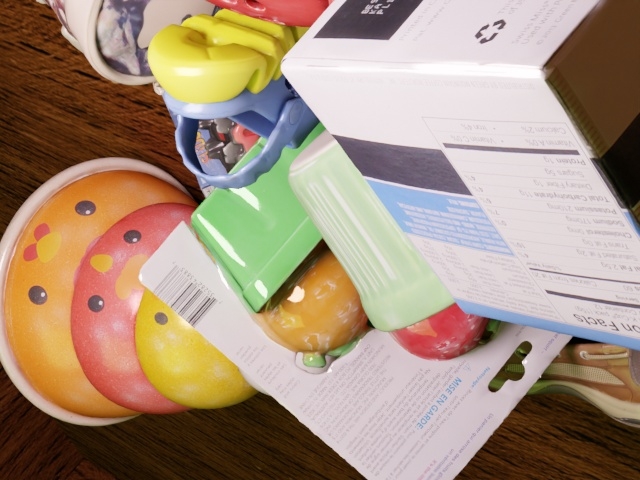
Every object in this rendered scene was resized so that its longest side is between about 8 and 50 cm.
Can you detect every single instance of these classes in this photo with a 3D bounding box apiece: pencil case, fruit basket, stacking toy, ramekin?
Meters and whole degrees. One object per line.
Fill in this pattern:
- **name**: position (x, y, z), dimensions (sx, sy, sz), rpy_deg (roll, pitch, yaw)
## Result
- **pencil case**: position (-0.246, -0.296, 1.664), dimensions (0.410, 0.160, 0.184), rpy_deg (41, 153, 36)
- **fruit basket**: position (0.062, 0.027, 1.664), dimensions (0.353, 0.327, 0.165), rpy_deg (41, 174, -6)
- **stacking toy**: position (-0.146, 0.087, 2.132), dimensions (0.480, 0.351, 0.351), rpy_deg (9, 143, 48)
- **ramekin**: position (0.119, -0.078, 1.386), dimensions (0.148, 0.303, 0.303), rpy_deg (52, 158, -6)

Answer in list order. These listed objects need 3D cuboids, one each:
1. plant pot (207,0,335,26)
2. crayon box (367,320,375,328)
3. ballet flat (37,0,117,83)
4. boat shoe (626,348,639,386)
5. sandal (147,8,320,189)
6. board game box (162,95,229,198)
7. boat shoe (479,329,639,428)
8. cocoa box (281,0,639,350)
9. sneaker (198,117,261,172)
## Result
- **plant pot**: position (0.002, -0.257, 1.383), dimensions (0.174, 0.191, 0.191), rpy_deg (22, 154, 22)
- **crayon box**: position (0.000, 0.000, 1.898), dimensions (0.323, 0.083, 0.203), rpy_deg (51, 170, 39)
- **ballet flat**: position (-0.279, -0.275, 1.992), dimensions (0.232, 0.073, 0.080), rpy_deg (48, 158, -18)
- **boat shoe**: position (0.378, 0.045, 1.456), dimensions (0.116, 0.123, 0.324), rpy_deg (12, 158, -19)
- **sandal**: position (-0.030, -0.140, 1.502), dimensions (0.126, 0.317, 0.138), rpy_deg (22, 123, 34)
- **board game box**: position (-0.130, -0.092, 2.018), dimensions (0.136, 0.035, 0.201), rpy_deg (67, 178, -49)
- **boat shoe**: position (0.246, 0.086, 1.758), dimensions (0.324, 0.122, 0.120), rpy_deg (12, 137, 44)
- **cocoa box**: position (0.200, -0.134, 1.038), dimensions (0.231, 0.347, 0.228), rpy_deg (10, 144, 53)
- **sneaker**: position (-0.075, -0.209, 1.741), dimensions (0.097, 0.135, 0.276), rpy_deg (25, 133, 66)
